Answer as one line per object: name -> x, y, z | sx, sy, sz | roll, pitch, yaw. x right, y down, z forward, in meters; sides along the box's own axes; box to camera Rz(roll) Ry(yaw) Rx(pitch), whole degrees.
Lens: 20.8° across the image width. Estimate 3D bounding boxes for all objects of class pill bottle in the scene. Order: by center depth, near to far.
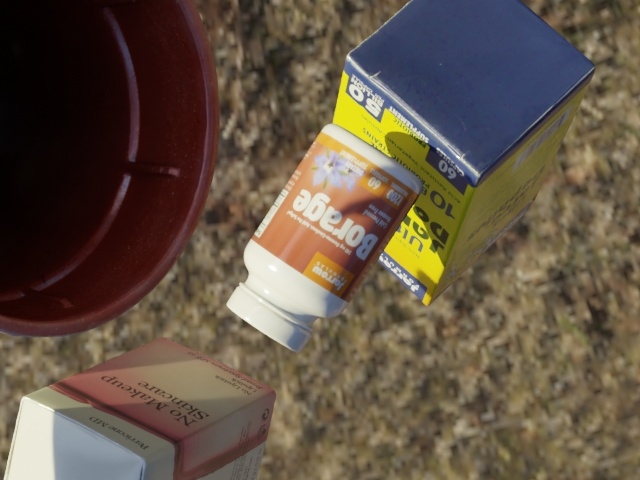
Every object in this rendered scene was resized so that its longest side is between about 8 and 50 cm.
pill bottle -> 0.000, 0.000, 1.770 | 0.121, 0.121, 0.216 | 32, 91, -33

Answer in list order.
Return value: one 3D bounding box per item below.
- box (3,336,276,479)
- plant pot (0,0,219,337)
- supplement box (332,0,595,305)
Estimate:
box -> -0.171, 0.200, 1.670 | 0.148, 0.232, 0.127 | 23, 112, 23
plant pot -> -0.256, -0.083, 1.157 | 0.265, 0.272, 0.272 | 5, 149, 43
supplement box -> 0.140, -0.113, 1.955 | 0.195, 0.194, 0.356 | -42, 166, -20
